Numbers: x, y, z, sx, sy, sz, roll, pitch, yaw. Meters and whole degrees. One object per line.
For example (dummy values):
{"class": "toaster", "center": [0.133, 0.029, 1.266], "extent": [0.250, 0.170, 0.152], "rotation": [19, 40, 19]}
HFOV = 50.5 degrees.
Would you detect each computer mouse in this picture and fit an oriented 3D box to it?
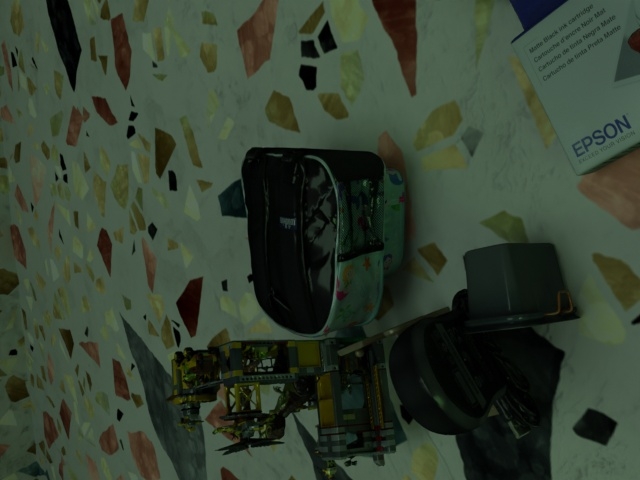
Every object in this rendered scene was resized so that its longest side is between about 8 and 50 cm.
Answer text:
{"class": "computer mouse", "center": [0.146, 0.151, 0.749], "extent": [0.072, 0.272, 0.189], "rotation": [-34, 72, 25]}

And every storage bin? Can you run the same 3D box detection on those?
{"class": "storage bin", "center": [0.221, 0.050, 0.748], "extent": [0.098, 0.135, 0.091], "rotation": [-16, 79, 46]}

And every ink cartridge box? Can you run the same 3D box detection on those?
{"class": "ink cartridge box", "center": [0.293, -0.209, 0.644], "extent": [0.223, 0.045, 0.224], "rotation": [-35, 74, 49]}

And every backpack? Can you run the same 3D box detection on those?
{"class": "backpack", "center": [0.000, 0.000, 0.944], "extent": [0.225, 0.191, 0.254], "rotation": [11, 102, 51]}

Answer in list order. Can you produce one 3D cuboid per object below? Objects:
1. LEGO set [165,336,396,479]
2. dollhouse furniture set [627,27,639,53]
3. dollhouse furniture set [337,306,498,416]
{"class": "LEGO set", "center": [-0.051, 0.251, 0.973], "extent": [0.255, 0.331, 0.192], "rotation": [-23, 67, 46]}
{"class": "dollhouse furniture set", "center": [0.323, -0.218, 0.433], "extent": [0.201, 0.152, 0.374], "rotation": [58, 133, 42]}
{"class": "dollhouse furniture set", "center": [0.134, 0.180, 0.890], "extent": [0.144, 0.123, 0.151], "rotation": [-34, 75, 50]}
